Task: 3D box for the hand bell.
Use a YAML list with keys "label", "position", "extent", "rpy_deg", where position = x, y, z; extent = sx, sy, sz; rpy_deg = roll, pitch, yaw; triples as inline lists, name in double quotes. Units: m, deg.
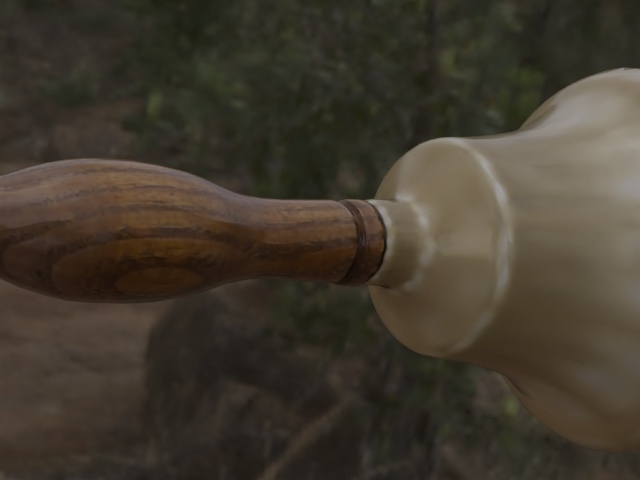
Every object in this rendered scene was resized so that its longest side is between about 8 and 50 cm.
- label: "hand bell"
  position: [0.000, 0.000, 0.557]
  extent: [0.242, 0.126, 0.126]
  rpy_deg: [4, 19, -36]
